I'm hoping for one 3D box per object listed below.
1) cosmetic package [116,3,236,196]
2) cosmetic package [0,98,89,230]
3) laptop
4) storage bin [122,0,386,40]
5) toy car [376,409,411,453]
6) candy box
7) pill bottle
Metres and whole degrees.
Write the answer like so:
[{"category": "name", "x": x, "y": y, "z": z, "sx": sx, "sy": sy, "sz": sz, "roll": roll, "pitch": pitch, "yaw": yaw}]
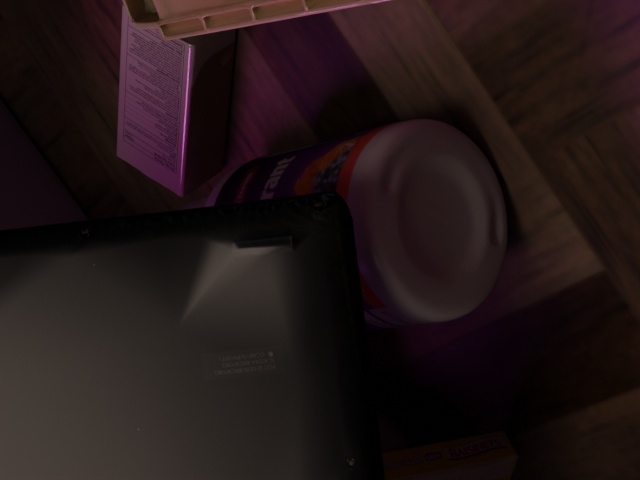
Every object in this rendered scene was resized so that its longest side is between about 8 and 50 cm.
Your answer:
[{"category": "cosmetic package", "x": -0.088, "y": -0.091, "z": 0.989, "sx": 0.060, "sy": 0.041, "sz": 0.115, "roll": 33, "pitch": 137, "yaw": 24}, {"category": "cosmetic package", "x": -0.286, "y": 0.031, "z": 1.113, "sx": 0.161, "sy": 0.230, "sz": 0.453, "roll": -37, "pitch": 89, "yaw": 39}, {"category": "laptop", "x": -0.128, "y": 0.186, "z": 0.943, "sx": 0.382, "sy": 0.236, "sz": 0.407, "roll": -6, "pitch": 95, "yaw": 11}, {"category": "storage bin", "x": -0.019, "y": -0.242, "z": 0.749, "sx": 0.260, "sy": 0.123, "sz": 0.262, "roll": -2, "pitch": 116, "yaw": 47}, {"category": "toy car", "x": -0.046, "y": 0.133, "z": 1.032, "sx": 0.159, "sy": 0.136, "sz": 0.182, "roll": -27, "pitch": 96, "yaw": 51}, {"category": "candy box", "x": 0.049, "y": 0.199, "z": 1.013, "sx": 0.206, "sy": 0.105, "sz": 0.027, "roll": 103, "pitch": 153, "yaw": -42}, {"category": "pill bottle", "x": 0.000, "y": 0.000, "z": 0.912, "sx": 0.193, "sy": 0.108, "sz": 0.108, "roll": -11, "pitch": 109, "yaw": 48}]
